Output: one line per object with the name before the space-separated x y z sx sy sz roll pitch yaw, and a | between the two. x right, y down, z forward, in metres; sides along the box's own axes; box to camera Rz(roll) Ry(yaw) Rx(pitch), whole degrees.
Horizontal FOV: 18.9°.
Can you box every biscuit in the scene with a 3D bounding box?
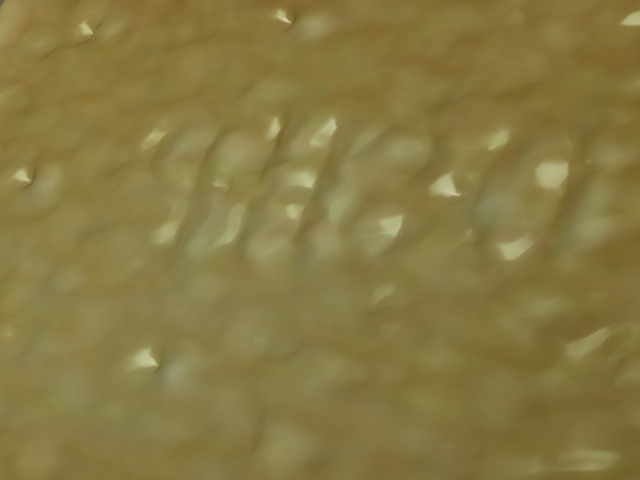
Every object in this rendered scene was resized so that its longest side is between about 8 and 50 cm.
biscuit | 0.000 0.001 0.412 0.250 0.030 0.160 2 62 36
